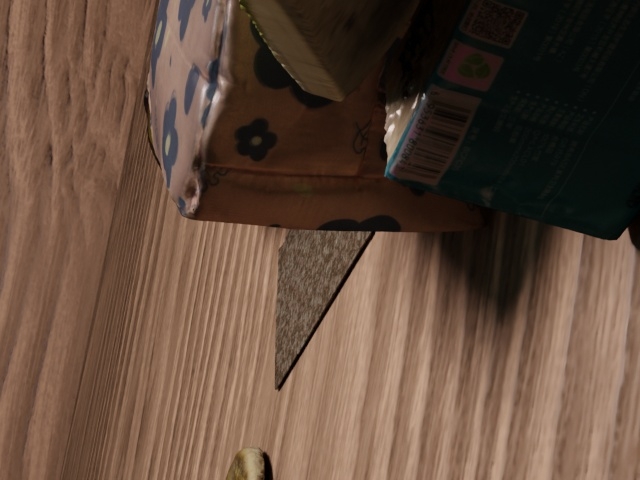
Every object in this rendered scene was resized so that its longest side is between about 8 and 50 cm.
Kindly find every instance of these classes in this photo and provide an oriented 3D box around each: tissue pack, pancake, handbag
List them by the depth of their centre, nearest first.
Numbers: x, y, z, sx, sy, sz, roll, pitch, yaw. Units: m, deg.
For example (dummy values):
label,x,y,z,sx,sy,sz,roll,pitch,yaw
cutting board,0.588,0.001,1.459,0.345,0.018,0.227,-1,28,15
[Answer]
label,x,y,z,sx,sy,sz,roll,pitch,yaw
tissue pack,0.107,-0.092,0.563,0.169,0.120,0.082,115,165,-44
handbag,0.005,-0.107,0.818,0.251,0.193,0.190,-122,41,-67
pancake,-0.068,0.239,1.133,0.139,0.022,0.139,-168,90,-76

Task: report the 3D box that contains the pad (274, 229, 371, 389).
label,x,y,z,sx,sy,sz,roll,pitch,yaw
pad,0.000,0.000,1.112,0.235,0.003,0.158,119,158,-47

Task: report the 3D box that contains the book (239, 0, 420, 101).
label,x,y,z,sx,sy,sz,roll,pitch,yaw
book,0.086,-0.215,0.538,0.352,0.035,0.239,-55,-7,2

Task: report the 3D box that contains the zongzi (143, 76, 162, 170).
label,x,y,z,sx,sy,sz,roll,pitch,yaw
zongzi,-0.035,-0.193,1.208,0.317,0.154,0.289,-60,8,-11
